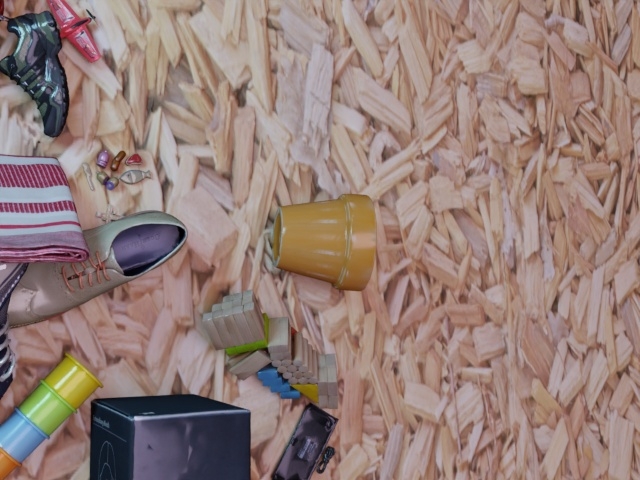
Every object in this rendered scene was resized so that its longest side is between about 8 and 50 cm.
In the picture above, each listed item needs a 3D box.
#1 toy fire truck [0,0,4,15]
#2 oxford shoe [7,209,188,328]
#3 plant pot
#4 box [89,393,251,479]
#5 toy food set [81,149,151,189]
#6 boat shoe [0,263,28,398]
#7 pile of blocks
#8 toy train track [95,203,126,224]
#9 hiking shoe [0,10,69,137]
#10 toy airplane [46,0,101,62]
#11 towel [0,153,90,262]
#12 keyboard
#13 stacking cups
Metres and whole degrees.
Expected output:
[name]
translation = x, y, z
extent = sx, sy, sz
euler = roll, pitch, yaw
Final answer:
[toy fire truck]
translation = -0.691, -0.443, 1.284
extent = 0.254, 0.169, 0.302
euler = 44, 67, -9
[oxford shoe]
translation = -0.425, 0.042, 1.385
extent = 0.397, 0.146, 0.141
euler = -29, 102, -23
[plant pot]
translation = 0.000, 0.000, 1.607
extent = 0.187, 0.205, 0.205
euler = 3, 84, -12
[box]
translation = -0.273, 0.484, 1.349
extent = 0.211, 0.293, 0.396
euler = 2, 85, -28
[toy food set]
translation = -0.395, -0.141, 1.493
extent = 0.122, 0.019, 0.078
euler = -20, 95, -28
[boat shoe]
translation = -0.553, 0.159, 1.276
extent = 0.158, 0.127, 0.340
euler = 38, 104, -25
[pile of blocks]
translation = -0.097, 0.223, 1.590
extent = 0.362, 0.149, 0.113
euler = 45, 24, -27
[toy train track]
translation = -0.392, -0.044, 1.490
extent = 0.083, 0.014, 0.048
euler = 10, 81, -28
[hiking shoe]
translation = -0.525, -0.300, 1.402
extent = 0.114, 0.086, 0.227
euler = -6, 102, -11
[toy airplane]
translation = -0.489, -0.390, 1.460
extent = 0.151, 0.028, 0.151
euler = 3, 82, -26
[towel]
translation = -0.527, -0.066, 1.269
extent = 0.237, 0.329, 0.037
euler = 1, 122, -29
[keyboard]
translation = -0.023, 0.451, 1.641
extent = 0.108, 0.023, 0.180
euler = 33, 72, -15
[stacking cups]
translation = -0.522, 0.345, 1.340
extent = 0.096, 0.096, 0.316
euler = 47, 67, -17
